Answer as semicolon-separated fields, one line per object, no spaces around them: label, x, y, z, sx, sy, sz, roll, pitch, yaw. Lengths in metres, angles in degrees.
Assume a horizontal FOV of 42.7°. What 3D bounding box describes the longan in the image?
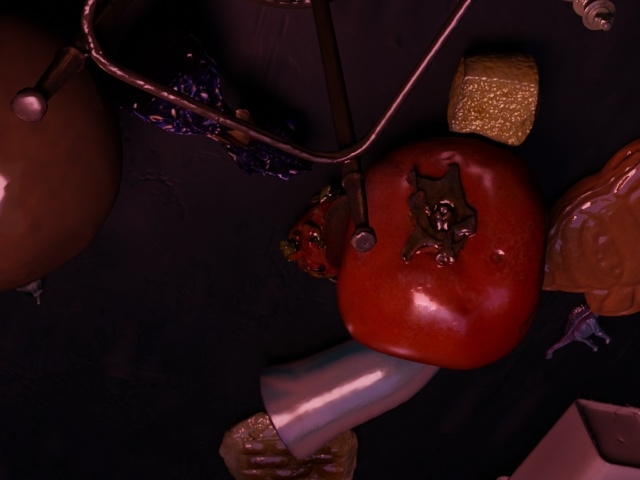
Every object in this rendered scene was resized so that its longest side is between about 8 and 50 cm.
longan;-0.434;-0.114;0.985;0.404;0.336;0.405;9;110;27

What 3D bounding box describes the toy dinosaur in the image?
toy dinosaur;0.487;0.156;1.488;0.080;0.045;0.197;35;113;-13

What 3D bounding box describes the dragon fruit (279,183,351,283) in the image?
dragon fruit;0.000;0.000;1.277;0.175;0.142;0.138;-22;168;41

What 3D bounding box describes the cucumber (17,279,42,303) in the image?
cucumber;-0.495;0.017;1.303;0.056;0.056;0.250;-11;130;6

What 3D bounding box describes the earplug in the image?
earplug;0.071;0.243;1.475;0.324;0.185;0.185;-28;128;10

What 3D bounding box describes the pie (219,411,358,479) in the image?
pie;-0.057;0.450;1.700;0.306;0.071;0.306;-3;132;-3

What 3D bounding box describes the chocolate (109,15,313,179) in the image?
chocolate;-0.113;-0.153;1.078;0.343;0.148;0.126;32;90;-50

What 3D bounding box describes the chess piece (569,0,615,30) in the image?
chess piece;0.334;-0.298;1.015;0.059;0.149;0.059;-3;133;-3

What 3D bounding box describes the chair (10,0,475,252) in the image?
chair;-0.031;-0.301;0.815;0.361;0.410;0.365;21;126;-19

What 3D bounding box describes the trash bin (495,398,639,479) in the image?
trash bin;0.523;0.517;1.689;0.295;0.256;0.368;13;123;-12

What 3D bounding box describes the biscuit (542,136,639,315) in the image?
biscuit;0.514;-0.004;1.335;0.351;0.057;0.312;-37;120;23

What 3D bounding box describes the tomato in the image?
tomato;0.167;0.020;1.160;0.293;0.325;0.290;0;159;9

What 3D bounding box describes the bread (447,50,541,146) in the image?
bread;0.238;-0.200;1.122;0.114;0.111;0.129;6;125;-4
